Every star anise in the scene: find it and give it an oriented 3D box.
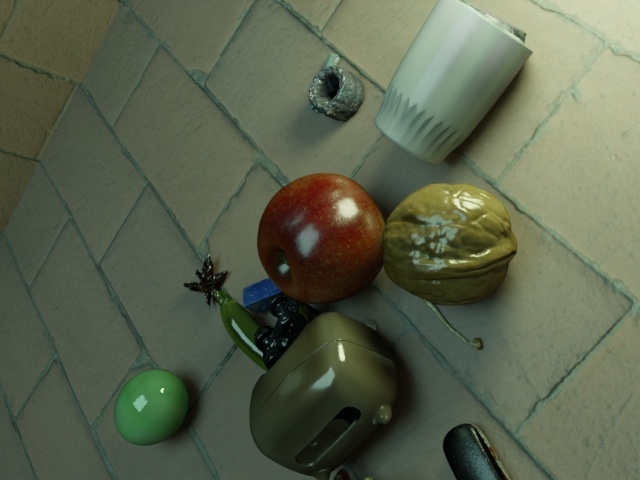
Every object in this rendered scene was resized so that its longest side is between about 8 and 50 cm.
[{"bbox_3d":[-0.360,0.128,2.381,0.212,0.053,0.157,35,104,43],"label":"star anise"}]

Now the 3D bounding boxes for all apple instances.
[{"bbox_3d":[0.000,0.000,1.901,0.348,0.276,0.349,42,147,35],"label":"apple"}]

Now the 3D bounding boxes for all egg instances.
[{"bbox_3d":[-0.538,0.530,2.331,0.269,0.220,0.220,-43,55,26],"label":"egg"}]

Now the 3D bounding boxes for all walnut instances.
[{"bbox_3d":[0.294,0.010,1.688,0.312,0.252,0.277,5,83,33],"label":"walnut"}]

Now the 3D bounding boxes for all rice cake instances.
[{"bbox_3d":[0.013,-0.471,2.198,0.042,0.030,0.180,31,101,55],"label":"rice cake"}]

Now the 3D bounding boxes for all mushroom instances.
[{"bbox_3d":[0.291,0.181,1.807,0.028,0.026,0.286,-50,48,1],"label":"mushroom"}]

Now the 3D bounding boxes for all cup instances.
[{"bbox_3d":[0.307,-0.388,1.767,0.372,0.253,0.253,-55,50,19],"label":"cup"}]

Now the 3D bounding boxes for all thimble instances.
[{"bbox_3d":[0.045,-0.424,2.116,0.150,0.097,0.150,-12,71,39],"label":"thimble"}]

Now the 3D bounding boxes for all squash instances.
[{"bbox_3d":[-0.212,0.274,2.145,0.341,0.094,0.094,44,111,19],"label":"squash"}]

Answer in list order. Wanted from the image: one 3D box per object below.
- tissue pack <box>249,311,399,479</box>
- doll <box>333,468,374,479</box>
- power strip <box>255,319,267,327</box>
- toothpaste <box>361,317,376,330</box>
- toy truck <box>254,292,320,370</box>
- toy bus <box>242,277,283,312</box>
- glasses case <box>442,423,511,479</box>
[{"bbox_3d":[0.007,0.396,1.824,0.387,0.267,0.277,-49,28,21],"label":"tissue pack"},{"bbox_3d":[0.107,0.654,1.772,0.255,0.152,0.196,-12,81,51],"label":"doll"},{"bbox_3d":[-0.216,0.263,2.237,0.178,0.028,0.049,21,95,43],"label":"power strip"},{"bbox_3d":[0.074,0.277,1.968,0.194,0.042,0.067,-47,56,31],"label":"toothpaste"},{"bbox_3d":[-0.072,0.259,2.003,0.225,0.165,0.147,-68,26,17],"label":"toy truck"},{"bbox_3d":[-0.122,0.146,2.134,0.236,0.094,0.079,-25,64,36],"label":"toy bus"},{"bbox_3d":[0.362,0.533,1.627,0.103,0.067,0.267,-43,54,25],"label":"glasses case"}]
